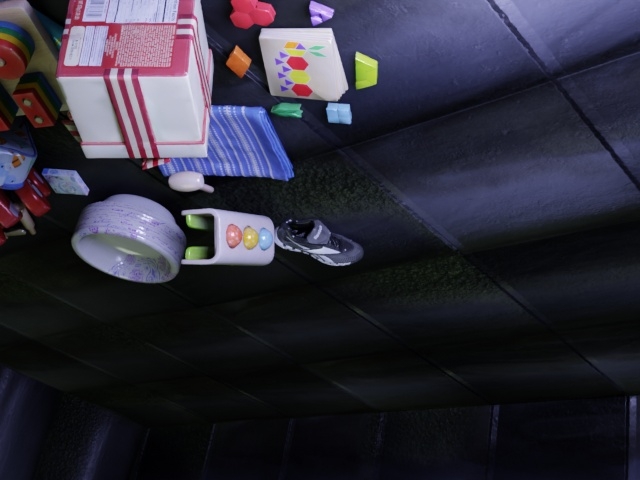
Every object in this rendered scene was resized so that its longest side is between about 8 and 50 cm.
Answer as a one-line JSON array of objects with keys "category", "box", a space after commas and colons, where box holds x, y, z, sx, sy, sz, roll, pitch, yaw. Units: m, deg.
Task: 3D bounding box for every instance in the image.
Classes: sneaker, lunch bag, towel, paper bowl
[{"category": "sneaker", "box": [0.000, 0.000, 2.123, 0.234, 0.078, 0.106, 16, 155, -4]}, {"category": "lunch bag", "box": [-0.762, -0.222, 1.817, 0.303, 0.243, 0.115, 14, 115, -38]}, {"category": "towel", "box": [-0.241, -0.210, 1.867, 0.335, 0.040, 0.243, 2, 150, 18]}, {"category": "paper bowl", "box": [-0.489, -0.014, 2.213, 0.284, 0.148, 0.284, 10, 153, 5]}]

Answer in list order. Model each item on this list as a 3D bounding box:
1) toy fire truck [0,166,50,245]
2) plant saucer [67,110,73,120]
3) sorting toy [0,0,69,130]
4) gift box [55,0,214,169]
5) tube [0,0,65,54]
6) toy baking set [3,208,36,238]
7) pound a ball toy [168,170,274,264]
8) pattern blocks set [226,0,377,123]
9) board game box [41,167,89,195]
[{"category": "toy fire truck", "box": [-0.790, -0.144, 2.027, 0.254, 0.169, 0.302, 55, 177, -26]}, {"category": "plant saucer", "box": [-0.517, -0.272, 1.884, 0.083, 0.013, 0.083, 10, 152, 5]}, {"category": "sorting toy", "box": [-0.627, -0.317, 1.628, 0.257, 0.089, 0.255, -3, 142, 14]}, {"category": "gift box", "box": [-0.334, -0.298, 1.518, 0.276, 0.255, 0.258, 3, 150, 4]}, {"category": "tube", "box": [-0.521, -0.396, 1.626, 0.207, 0.052, 0.080, 31, 131, -22]}, {"category": "toy baking set", "box": [-0.903, -0.068, 2.408, 0.196, 0.030, 0.256, 10, 152, 10]}, {"category": "pound a ball toy", "box": [-0.219, -0.045, 2.008, 0.135, 0.208, 0.319, -2, 176, 23]}, {"category": "pattern blocks set", "box": [-0.034, -0.328, 1.576, 0.285, 0.026, 0.325, 11, 152, 2]}, {"category": "board game box", "box": [-0.646, -0.149, 2.160, 0.090, 0.020, 0.090, 6, 152, 12]}]
